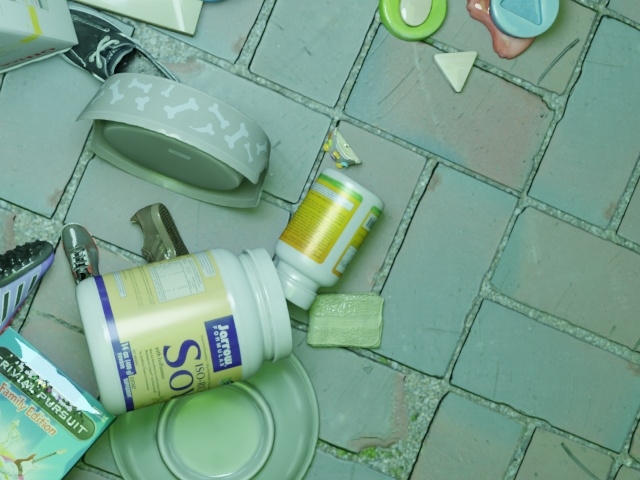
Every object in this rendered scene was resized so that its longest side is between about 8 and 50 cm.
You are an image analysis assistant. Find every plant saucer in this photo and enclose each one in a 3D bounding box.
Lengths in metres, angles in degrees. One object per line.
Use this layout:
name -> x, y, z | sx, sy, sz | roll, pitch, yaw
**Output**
plant saucer -> -0.195, 0.349, 1.892 | 0.400, 0.100, 0.401 | 0, 92, -8

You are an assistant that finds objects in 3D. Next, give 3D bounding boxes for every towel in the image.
towel -> 0.047, 0.152, 1.949 | 0.148, 0.027, 0.110 | 2, 92, -7

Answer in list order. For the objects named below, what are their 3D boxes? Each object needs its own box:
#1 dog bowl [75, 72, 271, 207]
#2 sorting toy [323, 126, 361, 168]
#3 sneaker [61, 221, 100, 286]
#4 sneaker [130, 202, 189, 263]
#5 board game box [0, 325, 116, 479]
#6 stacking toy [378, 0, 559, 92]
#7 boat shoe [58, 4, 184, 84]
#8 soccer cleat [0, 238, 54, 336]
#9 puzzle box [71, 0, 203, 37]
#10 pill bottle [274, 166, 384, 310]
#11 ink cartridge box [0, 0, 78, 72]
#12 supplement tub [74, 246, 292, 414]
dog bowl -> -0.243, -0.172, 1.748 | 0.348, 0.349, 0.102 | 20, 77, -8
sorting toy -> 0.040, -0.169, 1.907 | 0.045, 0.075, 0.083 | -37, 96, -4
sneaker -> -0.433, 0.041, 1.862 | 0.061, 0.065, 0.158 | -20, 95, -6
sneaker -> -0.292, 0.024, 1.891 | 0.071, 0.066, 0.188 | -16, 98, 20
board game box -> -0.570, 0.362, 1.799 | 0.253, 0.079, 0.336 | 40, 73, 0
stacking toy -> 0.277, -0.456, 1.897 | 0.309, 0.130, 0.279 | 45, 87, -7
boat shoe -> -0.372, -0.327, 1.832 | 0.301, 0.102, 0.108 | 37, 88, -8
soccer cleat -> -0.597, 0.124, 1.839 | 0.318, 0.108, 0.116 | -39, 119, -7
puzzle box -> -0.390, -0.559, 1.844 | 0.408, 0.052, 0.272 | 16, 91, -8
pill bottle -> 0.000, 0.000, 1.880 | 0.136, 0.136, 0.246 | 33, 89, -8
ink cartridge box -> -0.607, -0.364, 1.633 | 0.279, 0.384, 0.161 | -15, 92, 11
supplement tub -> -0.236, 0.147, 1.755 | 0.331, 0.241, 0.241 | -14, 95, -14
